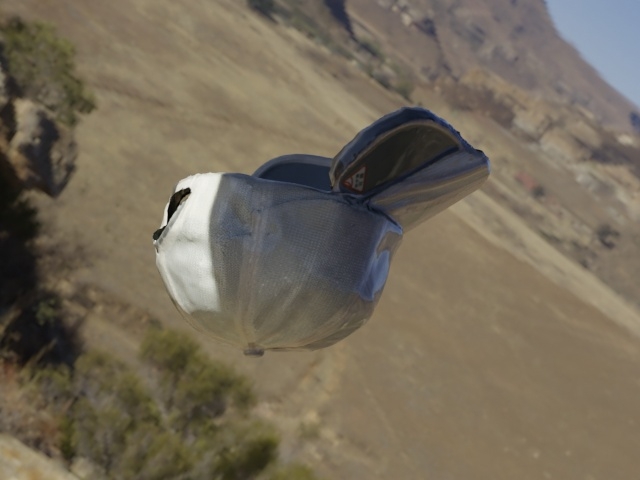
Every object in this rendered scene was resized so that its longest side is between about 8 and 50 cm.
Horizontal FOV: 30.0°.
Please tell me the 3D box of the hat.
[{"bbox_3d":[0.006,-0.006,0.944,0.232,0.275,0.161,-4,-74,62],"label":"hat"}]
